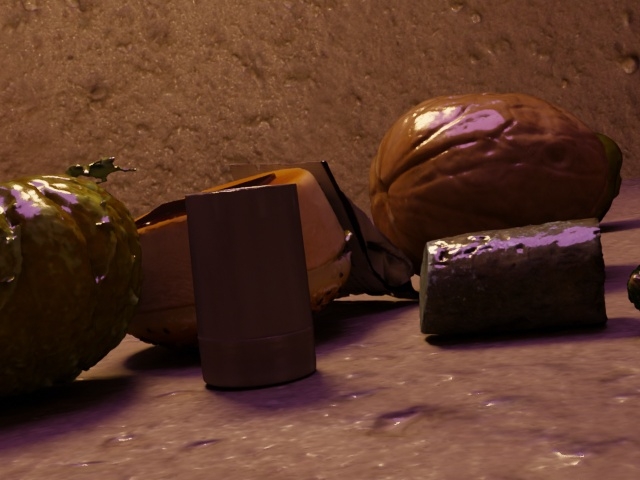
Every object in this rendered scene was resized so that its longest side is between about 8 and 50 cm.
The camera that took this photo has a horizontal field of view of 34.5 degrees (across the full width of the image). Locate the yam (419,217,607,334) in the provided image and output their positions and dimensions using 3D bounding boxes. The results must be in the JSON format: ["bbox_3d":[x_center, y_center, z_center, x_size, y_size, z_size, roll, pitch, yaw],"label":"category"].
[{"bbox_3d":[0.186,0.040,1.034,0.194,0.107,0.107,-7,4,15],"label":"yam"}]

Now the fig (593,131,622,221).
[{"bbox_3d":[0.466,-0.116,1.999,0.225,0.203,0.203,10,10,22],"label":"fig"}]

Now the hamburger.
[{"bbox_3d":[-0.103,0.028,1.202,0.300,0.176,0.300,-16,10,3],"label":"hamburger"}]

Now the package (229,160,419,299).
[{"bbox_3d":[0.000,0.000,1.346,0.204,0.251,0.062,-1,45,47],"label":"package"}]

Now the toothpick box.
[{"bbox_3d":[-0.065,0.041,0.969,0.111,0.180,0.111,-6,4,0],"label":"toothpick box"}]

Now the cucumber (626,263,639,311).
[{"bbox_3d":[0.379,0.036,0.980,0.265,0.077,0.077,-12,6,-35],"label":"cucumber"}]

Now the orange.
[{"bbox_3d":[-0.316,0.054,1.008,0.300,0.223,0.301,-18,3,22],"label":"orange"}]

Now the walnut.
[{"bbox_3d":[0.225,-0.066,1.384,0.313,0.277,0.252,2,34,-19],"label":"walnut"}]
